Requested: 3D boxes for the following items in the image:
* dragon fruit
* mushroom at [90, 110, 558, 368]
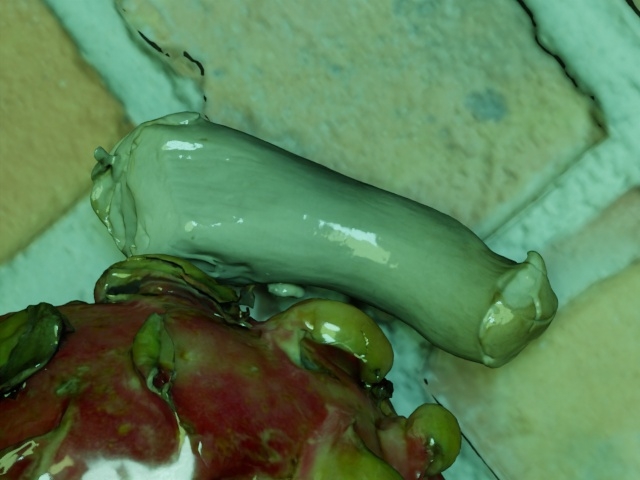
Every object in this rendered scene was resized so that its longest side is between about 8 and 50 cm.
[{"bbox_3d":[-0.067,0.137,1.052,0.291,0.250,0.269,-4,131,11],"label":"dragon fruit"},{"bbox_3d":[-0.001,-0.001,1.112,0.278,0.096,0.099,18,103,6],"label":"mushroom"}]
